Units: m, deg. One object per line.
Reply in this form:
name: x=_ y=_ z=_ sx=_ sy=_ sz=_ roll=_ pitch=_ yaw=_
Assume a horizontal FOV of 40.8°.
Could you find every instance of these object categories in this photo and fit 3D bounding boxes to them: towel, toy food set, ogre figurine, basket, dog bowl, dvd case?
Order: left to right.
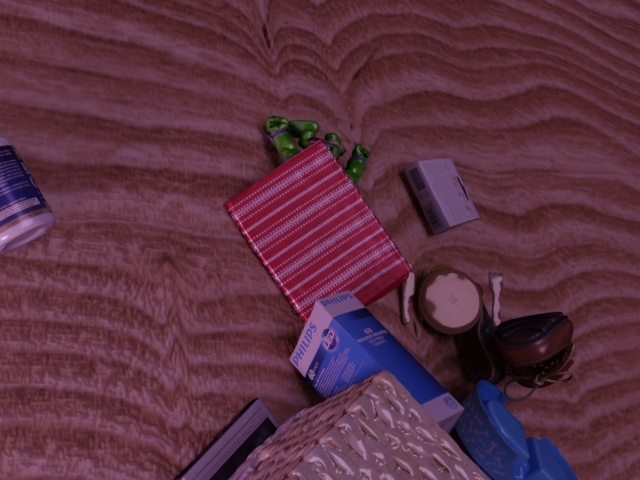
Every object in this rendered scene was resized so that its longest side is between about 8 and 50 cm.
dvd case: x=-0.074 y=0.370 z=1.213 sx=0.238 sy=0.030 sz=0.179 roll=53 pitch=46 yaw=-5
ogre figurine: x=-0.002 y=-0.144 z=1.490 sx=0.197 sy=0.097 sz=0.118 roll=35 pitch=37 yaw=-36
towel: x=0.000 y=0.000 z=1.401 sx=0.199 sy=0.031 sz=0.274 roll=-35 pitch=93 yaw=-10
basket: x=0.038 y=0.388 z=1.070 sx=0.331 sy=0.266 sz=0.328 roll=47 pitch=48 yaw=3
toy food set: x=0.236 y=0.108 z=1.573 sx=0.192 sy=0.038 sz=0.132 roll=7 pitch=73 yaw=-8
dog bowl: x=0.343 y=0.376 z=1.497 sx=0.297 sy=0.074 sz=0.166 roll=44 pitch=20 yaw=-14

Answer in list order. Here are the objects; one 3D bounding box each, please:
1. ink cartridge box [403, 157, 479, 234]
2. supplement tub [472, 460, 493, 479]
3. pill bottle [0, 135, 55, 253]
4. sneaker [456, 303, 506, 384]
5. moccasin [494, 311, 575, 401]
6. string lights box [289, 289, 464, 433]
ink cartridge box: x=0.245 y=-0.093 z=1.724 sx=0.179 sy=0.045 sz=0.145 roll=-12 pitch=76 yaw=-62
supplement tub: x=0.261 y=0.423 z=1.441 sx=0.107 sy=0.071 sz=0.071 roll=46 pitch=47 yaw=-14
pill bottle: x=-0.420 y=-0.075 z=1.099 sx=0.094 sy=0.094 sz=0.169 roll=-30 pitch=90 yaw=-45
sneaker: x=0.301 y=0.181 z=1.611 sx=0.086 sy=0.064 sz=0.192 roll=21 pitch=51 yaw=-48
moccasin: x=0.389 y=0.208 z=1.546 sx=0.380 sy=0.139 sz=0.146 roll=29 pitch=51 yaw=-75
string lights box: x=0.075 y=0.210 z=1.272 sx=0.077 sy=0.133 sz=0.259 roll=-14 pitch=49 yaw=-42
